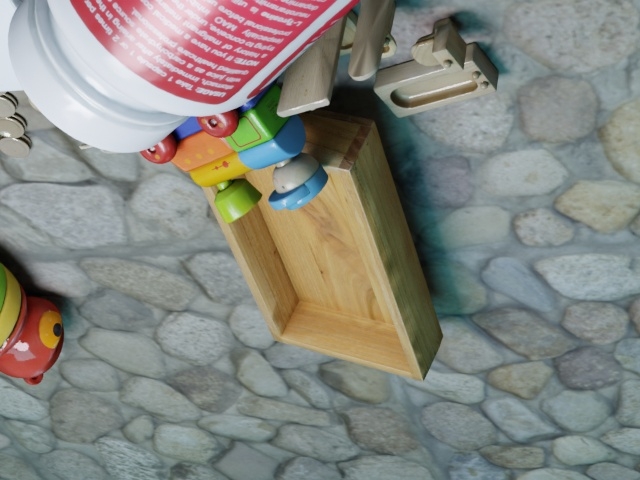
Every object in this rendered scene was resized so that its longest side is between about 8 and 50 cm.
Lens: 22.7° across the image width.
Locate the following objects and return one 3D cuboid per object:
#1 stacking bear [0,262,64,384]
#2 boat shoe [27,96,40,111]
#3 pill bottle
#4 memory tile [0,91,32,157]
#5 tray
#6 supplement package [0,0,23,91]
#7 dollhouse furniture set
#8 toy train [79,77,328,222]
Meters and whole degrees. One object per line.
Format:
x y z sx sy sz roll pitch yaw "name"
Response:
-0.436 0.085 1.994 0.164 0.175 0.289 -16 145 32 "stacking bear"
-0.162 -0.184 1.535 0.302 0.098 0.109 -9 139 35 "boat shoe"
-0.078 -0.245 1.278 0.229 0.229 0.408 29 135 -25 "pill bottle"
-0.384 -0.143 1.758 0.113 0.012 0.148 5 146 9 "memory tile"
0.000 0.000 1.766 0.203 0.076 0.411 14 149 24 "tray"
-0.354 -0.268 1.442 0.204 0.145 0.262 -1 144 18 "supplement package"
0.068 -0.142 1.523 0.144 0.123 0.151 -13 140 32 "dollhouse furniture set"
-0.115 -0.077 1.576 0.248 0.105 0.143 -19 114 40 "toy train"
